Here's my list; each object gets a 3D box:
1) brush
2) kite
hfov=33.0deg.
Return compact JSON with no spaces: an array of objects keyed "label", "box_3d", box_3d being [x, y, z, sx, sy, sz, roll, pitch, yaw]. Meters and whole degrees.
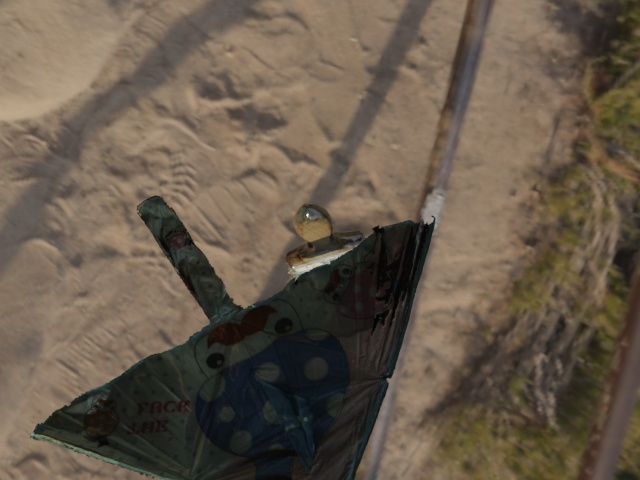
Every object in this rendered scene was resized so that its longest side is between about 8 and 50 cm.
[{"label":"brush","box_3d":[0.000,0.000,0.788,0.070,0.196,0.021,-16,75,2]},{"label":"kite","box_3d":[-0.055,0.072,0.781,0.335,0.314,0.011,-29,146,-6]}]
